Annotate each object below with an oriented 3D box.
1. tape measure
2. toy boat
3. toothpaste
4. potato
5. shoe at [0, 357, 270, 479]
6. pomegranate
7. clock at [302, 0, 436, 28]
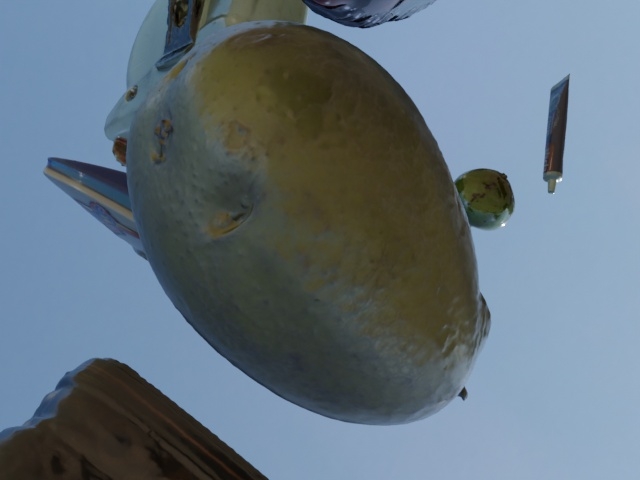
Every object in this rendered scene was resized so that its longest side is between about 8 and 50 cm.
[{"bbox_3d":[-0.132,-0.218,1.948,0.125,0.243,0.246,28,-121,-36],"label":"tape measure"},{"bbox_3d":[-0.100,0.012,1.375,0.295,0.088,0.129,32,170,-23],"label":"toy boat"},{"bbox_3d":[0.253,-0.113,1.812,0.021,0.037,0.140,17,-115,-19],"label":"toothpaste"},{"bbox_3d":[0.000,0.000,0.935,0.159,0.174,0.251,-46,-74,-28],"label":"potato"},{"bbox_3d":[-0.154,0.297,1.522,0.384,0.171,0.237,40,-117,12],"label":"shoe"},{"bbox_3d":[0.175,-0.037,1.835,0.073,0.084,0.073,9,-145,-6],"label":"pomegranate"},{"bbox_3d":[0.013,-0.189,0.705,0.194,0.100,0.195,-27,-107,-38],"label":"clock"}]
